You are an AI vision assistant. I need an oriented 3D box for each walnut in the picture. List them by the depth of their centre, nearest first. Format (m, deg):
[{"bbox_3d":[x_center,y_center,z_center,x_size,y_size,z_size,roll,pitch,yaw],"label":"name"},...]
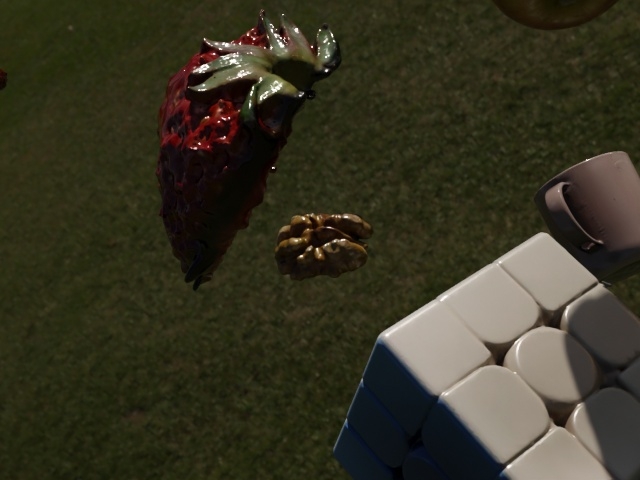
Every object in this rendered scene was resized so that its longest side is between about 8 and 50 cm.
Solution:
[{"bbox_3d":[0.000,0.000,1.517,0.170,0.069,0.143,-5,47,20],"label":"walnut"}]

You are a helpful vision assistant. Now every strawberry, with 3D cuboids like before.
[{"bbox_3d":[-0.111,-0.074,0.890,0.306,0.138,0.233,-54,9,42],"label":"strawberry"}]

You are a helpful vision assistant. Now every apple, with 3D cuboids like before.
[{"bbox_3d":[0.368,-0.439,1.417,0.210,0.235,0.173,121,151,-45],"label":"apple"}]

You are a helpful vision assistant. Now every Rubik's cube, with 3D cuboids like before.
[{"bbox_3d":[0.230,0.224,1.085,0.291,0.290,0.291,-30,62,-31],"label":"Rubik's cube"}]

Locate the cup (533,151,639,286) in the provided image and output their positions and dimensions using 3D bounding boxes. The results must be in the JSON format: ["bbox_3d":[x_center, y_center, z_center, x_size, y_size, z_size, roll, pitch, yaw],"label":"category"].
[{"bbox_3d":[0.505,-0.031,1.663,0.191,0.253,0.200,-36,66,35],"label":"cup"}]

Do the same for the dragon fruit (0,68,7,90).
[{"bbox_3d":[-0.350,-0.189,0.800,0.092,0.192,0.122,9,69,24],"label":"dragon fruit"}]
